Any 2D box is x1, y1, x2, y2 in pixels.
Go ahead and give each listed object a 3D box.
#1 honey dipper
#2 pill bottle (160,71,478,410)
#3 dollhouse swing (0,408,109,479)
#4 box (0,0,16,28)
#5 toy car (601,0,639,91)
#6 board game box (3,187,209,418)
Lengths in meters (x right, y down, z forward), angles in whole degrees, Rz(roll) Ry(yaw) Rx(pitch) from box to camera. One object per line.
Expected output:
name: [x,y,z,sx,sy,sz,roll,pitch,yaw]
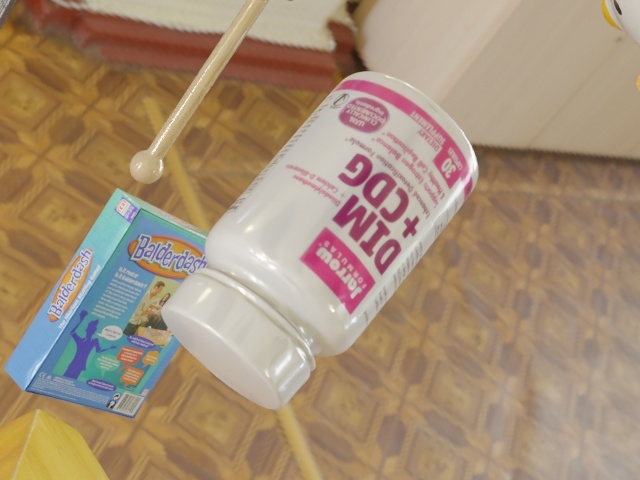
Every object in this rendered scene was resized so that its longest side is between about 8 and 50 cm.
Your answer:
honey dipper: [-0.050,-0.095,0.579,0.030,0.161,0.030,33,11,-7]
pill bottle: [0.000,0.000,0.994,0.160,0.160,0.283,39,70,1]
dollhouse swing: [-0.163,0.324,0.560,0.305,0.315,0.347,46,7,-16]
box: [-0.190,-0.292,0.577,0.097,0.318,0.395,13,53,2]
toy car: [0.195,-0.168,0.625,0.219,0.210,0.238,23,60,-41]
board game box: [-0.196,0.069,1.129,0.047,0.210,0.160,35,3,37]
